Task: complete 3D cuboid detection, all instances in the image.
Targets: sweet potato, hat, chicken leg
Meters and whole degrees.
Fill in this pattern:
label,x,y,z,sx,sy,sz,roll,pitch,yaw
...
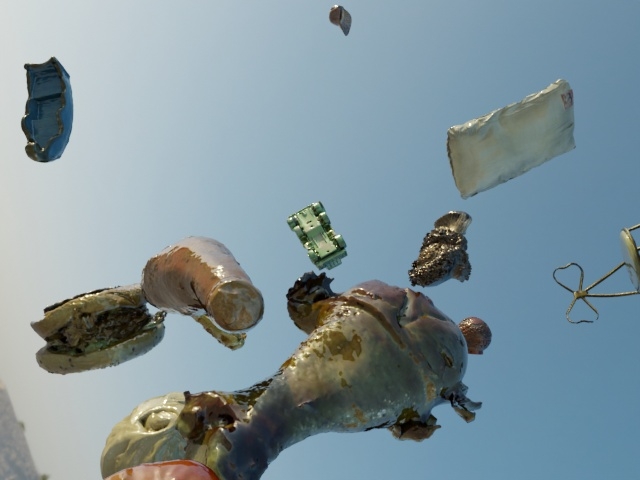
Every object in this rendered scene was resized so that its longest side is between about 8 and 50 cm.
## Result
label,x,y,z,sx,sy,sz,roll,pitch,yaw
sweet potato,-0.141,0.047,0.711,0.385,0.109,0.109,-3,-77,62
hat,0.048,-0.578,1.559,0.042,0.058,0.087,10,-19,30
chicken leg,0.017,0.119,0.607,0.211,0.361,0.140,52,-53,38

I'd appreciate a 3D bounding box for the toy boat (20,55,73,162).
label,x,y,z,sx,sy,sz,roll,pitch,yaw
toy boat,-0.453,-0.210,0.968,0.077,0.075,0.185,46,38,-73

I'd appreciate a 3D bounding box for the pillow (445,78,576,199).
label,x,y,z,sx,sy,sz,roll,pitch,yaw
pillow,0.316,-0.165,0.974,0.051,0.229,0.128,-123,-171,-63

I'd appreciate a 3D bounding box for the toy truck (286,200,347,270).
label,x,y,z,sx,sy,sz,roll,pitch,yaw
toy truck,0.000,0.000,1.886,0.259,0.128,0.135,56,-7,50

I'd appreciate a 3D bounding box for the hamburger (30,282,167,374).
label,x,y,z,sx,sy,sz,roll,pitch,yaw
hamburger,-0.556,0.220,1.507,0.277,0.318,0.195,-6,-82,57

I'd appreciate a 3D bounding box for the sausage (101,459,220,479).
label,x,y,z,sx,sy,sz,roll,pitch,yaw
sausage,-0.096,0.229,0.399,0.300,0.089,0.083,92,-18,-49

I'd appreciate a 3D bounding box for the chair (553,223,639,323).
label,x,y,z,sx,sy,sz,roll,pitch,yaw
chair,0.668,0.050,1.259,0.170,0.326,0.160,48,30,-50

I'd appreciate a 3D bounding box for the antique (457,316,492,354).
label,x,y,z,sx,sy,sz,roll,pitch,yaw
antique,0.407,0.253,1.585,0.104,0.104,0.104,34,-46,46

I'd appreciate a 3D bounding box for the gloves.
label,x,y,z,sx,sy,sz,roll,pitch,yaw
gloves,0.393,0.044,1.897,0.210,0.312,0.135,-7,-50,52

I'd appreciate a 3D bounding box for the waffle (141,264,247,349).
label,x,y,z,sx,sy,sz,roll,pitch,yaw
waffle,-0.292,0.153,1.393,0.302,0.068,0.325,40,-9,-9

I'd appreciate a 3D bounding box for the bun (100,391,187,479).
label,x,y,z,sx,sy,sz,roll,pitch,yaw
bun,-0.233,0.305,0.884,0.183,0.183,0.102,49,-32,33
